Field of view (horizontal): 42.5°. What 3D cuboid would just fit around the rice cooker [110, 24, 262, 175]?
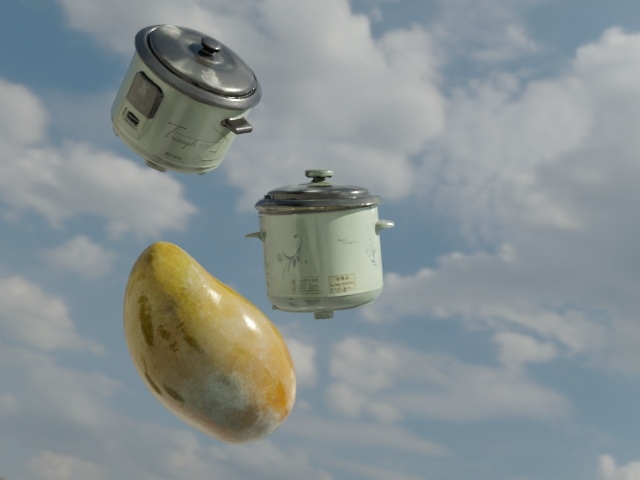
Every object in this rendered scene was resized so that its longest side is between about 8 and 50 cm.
[{"bbox_3d":[-0.240,-0.261,1.470,0.241,0.280,0.227,-17,-33,-53],"label":"rice cooker"}]

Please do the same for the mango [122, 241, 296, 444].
[{"bbox_3d":[-0.178,0.173,1.308,0.221,0.199,0.384,-20,-65,18],"label":"mango"}]

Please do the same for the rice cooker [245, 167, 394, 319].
[{"bbox_3d":[0.000,0.000,1.680,0.316,0.317,0.264,9,7,5],"label":"rice cooker"}]
